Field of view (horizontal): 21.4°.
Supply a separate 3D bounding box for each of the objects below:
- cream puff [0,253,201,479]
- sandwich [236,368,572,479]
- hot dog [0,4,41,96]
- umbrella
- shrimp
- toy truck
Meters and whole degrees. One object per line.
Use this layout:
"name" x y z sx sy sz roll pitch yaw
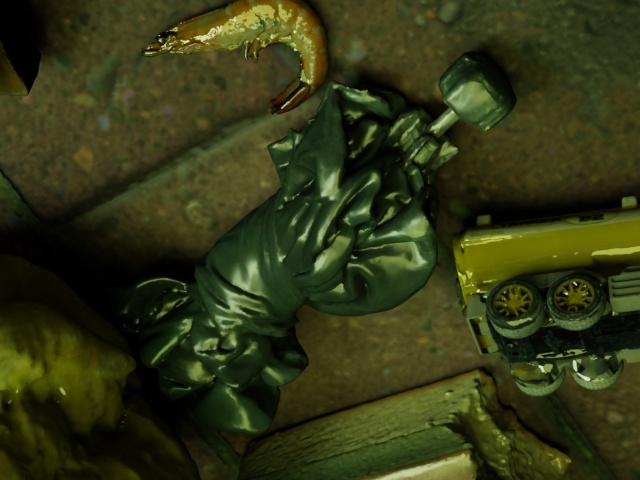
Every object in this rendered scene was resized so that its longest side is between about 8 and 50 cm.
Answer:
"cream puff" -0.213 0.142 1.220 0.270 0.323 0.274 -2 104 -26
"sandwich" 0.063 0.182 1.271 0.220 0.108 0.186 28 123 -5
"hot dog" -0.360 -0.141 1.086 0.326 0.107 0.194 14 159 11
"umbrella" -0.002 0.000 1.175 0.143 0.094 0.349 39 119 -20
"shrimp" -0.057 -0.123 1.145 0.127 0.025 0.091 -6 122 10
"toy truck" 0.200 0.026 1.144 0.227 0.114 0.098 -8 142 15
